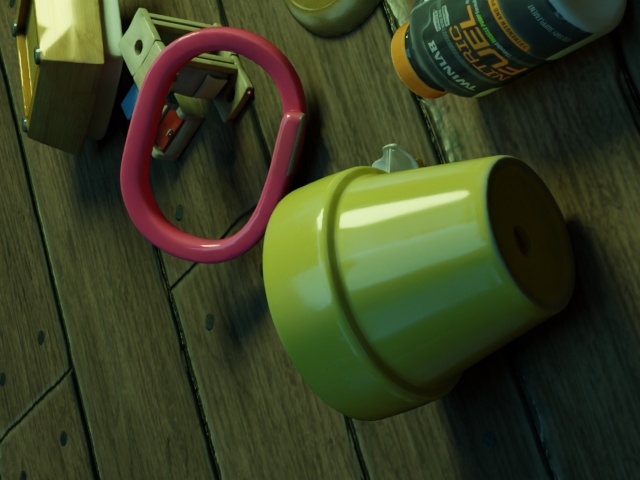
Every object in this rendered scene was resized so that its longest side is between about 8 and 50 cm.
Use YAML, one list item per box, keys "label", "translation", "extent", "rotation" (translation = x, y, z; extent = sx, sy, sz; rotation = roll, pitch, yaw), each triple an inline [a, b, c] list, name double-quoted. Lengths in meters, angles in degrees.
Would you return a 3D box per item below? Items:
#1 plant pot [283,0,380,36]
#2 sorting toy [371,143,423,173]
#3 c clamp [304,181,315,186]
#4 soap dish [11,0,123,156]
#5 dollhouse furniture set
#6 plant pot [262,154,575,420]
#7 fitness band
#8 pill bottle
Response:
- label: "plant pot"
  translation: [0.012, -0.361, 2.038]
  extent: [0.236, 0.032, 0.236]
  rotation: [-7, 81, 52]
- label: "sorting toy"
  translation: [0.077, -0.062, 1.913]
  extent: [0.075, 0.045, 0.083]
  rotation: [-4, 83, 59]
- label: "c clamp"
  translation: [0.000, 0.000, 2.023]
  extent: [0.161, 0.022, 0.137]
  rotation: [4, 84, 54]
- label: "soap dish"
  translation: [-0.350, -0.275, 2.351]
  extent: [0.291, 0.118, 0.229]
  rotation: [123, 141, -64]
- label: "dollhouse furniture set"
  translation: [-0.200, -0.179, 2.209]
  extent: [0.183, 0.129, 0.129]
  rotation: [-53, 47, 33]
- label: "plant pot"
  translation: [0.111, 0.030, 1.710]
  extent: [0.239, 0.254, 0.254]
  rotation: [-21, 68, 34]
- label: "fitness band"
  translation: [-0.129, -0.115, 2.075]
  extent: [0.209, 0.054, 0.291]
  rotation: [20, 107, 9]
- label: "pill bottle"
  translation: [0.179, -0.223, 1.726]
  extent: [0.246, 0.130, 0.130]
  rotation: [-26, 66, 49]
